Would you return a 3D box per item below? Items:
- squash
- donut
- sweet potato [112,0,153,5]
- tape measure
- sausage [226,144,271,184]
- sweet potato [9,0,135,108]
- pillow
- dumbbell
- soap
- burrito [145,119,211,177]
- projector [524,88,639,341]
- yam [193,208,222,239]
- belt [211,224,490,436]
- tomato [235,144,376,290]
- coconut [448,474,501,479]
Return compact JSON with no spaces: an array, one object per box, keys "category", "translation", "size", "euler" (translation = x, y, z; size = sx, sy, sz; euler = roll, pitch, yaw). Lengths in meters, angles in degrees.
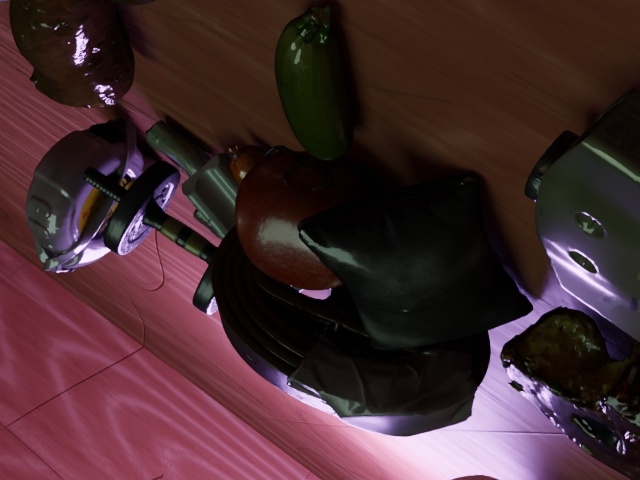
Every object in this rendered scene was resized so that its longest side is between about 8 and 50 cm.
[{"category":"squash","translation":[-0.008,-0.147,1.394],"size":[0.066,0.066,0.252],"euler":[34,163,20]},{"category":"donut","translation":[0.300,0.158,1.469],"size":[0.216,0.096,0.230],"euler":[45,164,-26]},{"category":"sweet potato","translation":[-0.173,-0.279,1.389],"size":[0.108,0.079,0.346],"euler":[57,158,-14]},{"category":"tape measure","translation":[-0.328,-0.069,2.091],"size":[0.120,0.236,0.197],"euler":[31,156,25]},{"category":"sausage","translation":[0.000,0.000,1.816],"size":[0.348,0.053,0.053],"euler":[47,163,-27]},{"category":"sweet potato","translation":[-0.291,-0.262,1.637],"size":[0.131,0.131,0.337],"euler":[36,165,14]},{"category":"pillow","translation":[0.103,0.033,1.492],"size":[0.186,0.106,0.250],"euler":[-15,142,14]},{"category":"dumbbell","translation":[-0.182,-0.004,1.974],"size":[0.325,0.143,0.143],"euler":[33,164,6]},{"category":"soap","translation":[-0.087,-0.015,1.845],"size":[0.198,0.066,0.119],"euler":[50,-176,-3]},{"category":"burrito","translation":[-0.180,-0.112,1.945],"size":[0.118,0.044,0.074],"euler":[37,172,16]},{"category":"projector","translation":[0.253,-0.011,1.111],"size":[0.193,0.088,0.269],"euler":[36,164,19]},{"category":"yam","translation":[-0.119,-0.016,2.059],"size":[0.132,0.054,0.054],"euler":[38,165,4]},{"category":"belt","translation":[0.035,0.094,1.680],"size":[0.338,0.217,0.122],"euler":[27,162,12]},{"category":"tomato","translation":[-0.013,-0.021,1.584],"size":[0.167,0.167,0.167],"euler":[37,165,12]},{"category":"coconut","translation":[0.270,0.573,2.197],"size":[0.404,0.404,0.404],"euler":[37,165,12]}]
